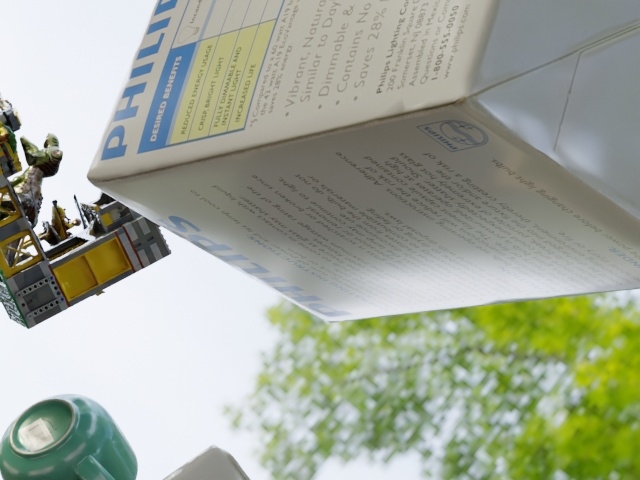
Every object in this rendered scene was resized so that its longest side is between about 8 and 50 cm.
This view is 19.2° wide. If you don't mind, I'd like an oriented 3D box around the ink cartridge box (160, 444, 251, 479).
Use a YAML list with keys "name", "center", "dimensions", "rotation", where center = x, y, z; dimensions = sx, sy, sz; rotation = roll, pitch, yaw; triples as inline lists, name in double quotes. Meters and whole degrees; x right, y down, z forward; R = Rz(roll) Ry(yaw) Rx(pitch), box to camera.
- name: "ink cartridge box"
  center: [-0.133, 0.314, 1.333]
  dimensions: [0.211, 0.289, 0.121]
  rotation: [54, -29, 6]

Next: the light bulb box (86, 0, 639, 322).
- name: "light bulb box"
  center: [0.088, -0.158, 1.188]
  dimensions: [0.225, 0.357, 0.361]
  rotation: [32, -24, -31]

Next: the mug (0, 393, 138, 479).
- name: "mug"
  center: [-0.254, 0.220, 1.942]
  dimensions: [0.158, 0.129, 0.097]
  rotation: [-4, -46, 25]

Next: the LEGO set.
- name: "LEGO set"
  center: [-0.281, -0.051, 1.947]
  dimensions: [0.255, 0.192, 0.331]
  rotation: [63, -16, -4]
